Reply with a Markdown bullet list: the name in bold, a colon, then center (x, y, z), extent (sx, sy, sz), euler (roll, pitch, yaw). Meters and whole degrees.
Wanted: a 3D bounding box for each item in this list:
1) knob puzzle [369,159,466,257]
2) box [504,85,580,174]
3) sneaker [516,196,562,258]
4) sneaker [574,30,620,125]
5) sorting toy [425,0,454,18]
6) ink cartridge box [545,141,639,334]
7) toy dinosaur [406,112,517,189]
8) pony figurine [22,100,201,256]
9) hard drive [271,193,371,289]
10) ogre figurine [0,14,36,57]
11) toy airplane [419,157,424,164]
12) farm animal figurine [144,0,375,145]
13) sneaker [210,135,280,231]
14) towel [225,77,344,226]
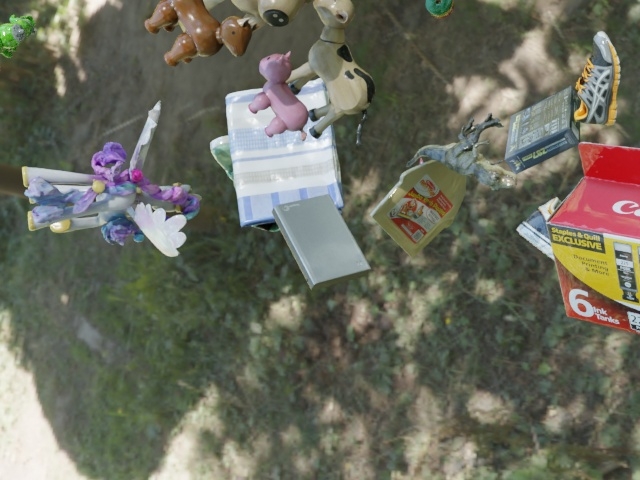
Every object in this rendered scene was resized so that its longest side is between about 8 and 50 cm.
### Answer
- **knob puzzle**: center (0.196, -0.080, 1.599), extent (0.030, 0.213, 0.213), euler (47, 116, 44)
- **box**: center (0.573, -0.285, 2.194), extent (0.183, 0.059, 0.232), euler (-26, 25, 31)
- **sneaker**: center (0.577, 0.025, 1.842), extent (0.127, 0.126, 0.321), euler (-49, 58, 8)
- **sneaker**: center (0.580, -0.333, 1.796), extent (0.084, 0.083, 0.214), euler (-83, -15, -55)
- **sorting toy**: center (0.245, -0.527, 1.488), extent (0.132, 0.046, 0.274), euler (39, 100, 22)
- **ink cartridge box**: center (0.507, 0.012, 1.254), extent (0.310, 0.271, 0.130), euler (13, 48, 43)
- **toy dinosaur**: center (0.250, -0.159, 1.468), extent (0.118, 0.064, 0.268), euler (-54, 31, -6)
- **pony figurine**: center (-0.406, -0.099, 1.731), extent (0.351, 0.364, 0.302), euler (153, 112, -73)
- **hard drive**: center (0.000, 0.000, 1.205), extent (0.135, 0.094, 0.022), euler (61, 148, 24)
- **ogre figurine**: center (-0.558, -0.319, 1.390), extent (0.118, 0.197, 0.096), euler (-149, 57, -61)
- **toy airplane**: center (0.217, -0.101, 1.842), extent (0.028, 0.151, 0.151), euler (14, 89, 45)
- **farm animal figurine**: center (-0.059, -0.310, 1.110), extent (0.172, 0.330, 0.326), euler (-31, 62, 30)
- **sneaker**: center (-0.149, -0.118, 1.880), extent (0.094, 0.256, 0.151), euler (-21, 53, 24)
- **towel**: center (-0.070, -0.174, 1.652), extent (0.034, 0.209, 0.284), euler (82, 180, -72)
